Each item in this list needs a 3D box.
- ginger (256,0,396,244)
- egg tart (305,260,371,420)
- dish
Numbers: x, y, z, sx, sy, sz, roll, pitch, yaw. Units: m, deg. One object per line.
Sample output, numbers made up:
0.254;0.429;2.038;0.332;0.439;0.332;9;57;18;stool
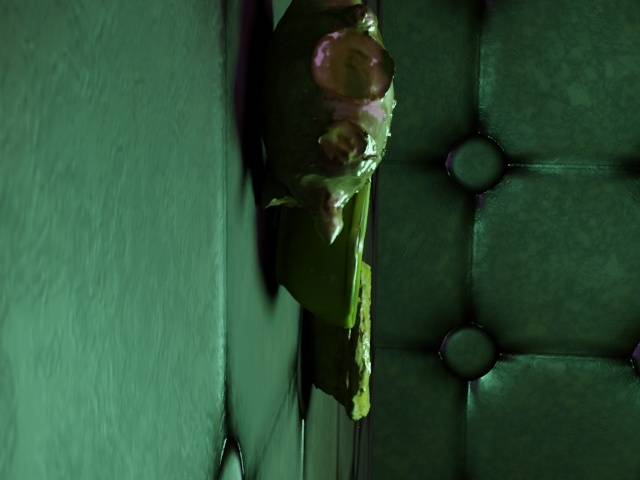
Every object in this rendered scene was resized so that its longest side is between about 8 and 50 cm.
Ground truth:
0.000;-0.099;0.891;0.157;0.102;0.216;135;-41;-62;ginger
0.024;0.112;1.345;0.191;0.074;0.191;1;90;-85;egg tart
0.000;0.000;1.025;0.208;0.080;0.149;53;43;-84;dish
